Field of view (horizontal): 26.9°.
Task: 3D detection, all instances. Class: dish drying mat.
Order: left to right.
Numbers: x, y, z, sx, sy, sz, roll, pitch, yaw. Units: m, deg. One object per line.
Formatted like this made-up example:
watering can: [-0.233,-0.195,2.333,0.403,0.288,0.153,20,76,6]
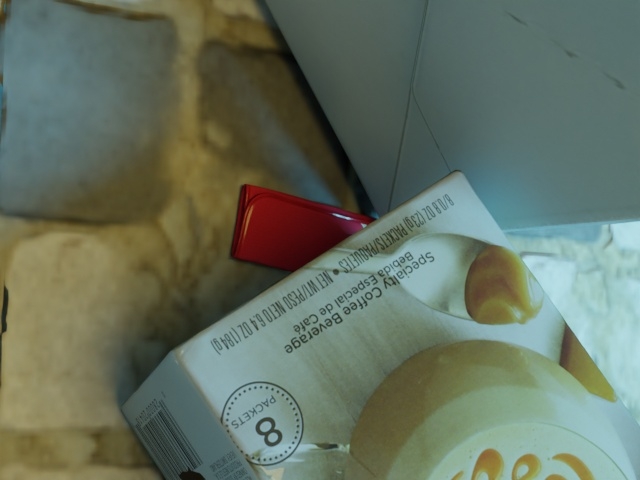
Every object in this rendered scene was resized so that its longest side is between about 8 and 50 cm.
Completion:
dish drying mat: [0.000,0.000,0.573,0.083,0.008,0.032,14,81,-35]

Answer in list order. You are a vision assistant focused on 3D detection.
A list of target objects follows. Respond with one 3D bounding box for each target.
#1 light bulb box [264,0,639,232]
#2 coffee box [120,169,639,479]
light bulb box: [0.130,-0.244,0.541,0.361,0.225,0.358,-39,110,-30]
coffee box: [0.056,0.119,0.498,0.141,0.098,0.246,-33,84,-27]
